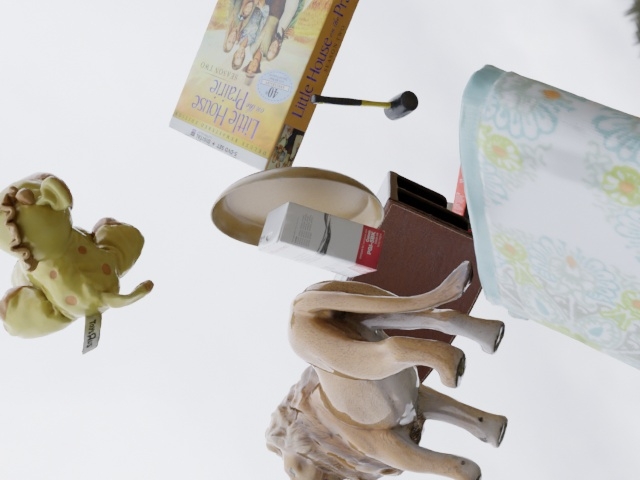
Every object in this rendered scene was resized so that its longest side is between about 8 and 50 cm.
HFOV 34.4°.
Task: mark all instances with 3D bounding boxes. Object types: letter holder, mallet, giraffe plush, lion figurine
[{"bbox_3d":[0.148,0.072,1.781,0.214,0.301,0.152,24,-159,-6],"label":"letter holder"},{"bbox_3d":[0.075,-0.227,1.689,0.190,0.062,0.039,2,-103,-36],"label":"mallet"},{"bbox_3d":[-0.295,0.003,1.109,0.170,0.181,0.210,62,172,-31],"label":"giraffe plush"},{"bbox_3d":[0.041,0.126,0.962,0.142,0.240,0.392,-56,-28,-37],"label":"lion figurine"}]

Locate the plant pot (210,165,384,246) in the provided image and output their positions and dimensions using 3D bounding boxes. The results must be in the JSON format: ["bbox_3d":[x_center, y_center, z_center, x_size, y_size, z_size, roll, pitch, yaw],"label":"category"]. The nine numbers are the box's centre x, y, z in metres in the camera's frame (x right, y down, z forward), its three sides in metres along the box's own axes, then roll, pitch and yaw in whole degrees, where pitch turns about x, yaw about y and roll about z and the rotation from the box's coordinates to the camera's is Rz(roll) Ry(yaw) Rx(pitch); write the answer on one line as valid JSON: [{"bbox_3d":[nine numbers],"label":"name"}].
[{"bbox_3d":[-0.032,-0.045,1.411,0.236,0.236,0.032,29,-126,-50],"label":"plant pot"}]

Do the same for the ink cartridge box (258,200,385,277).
[{"bbox_3d":[0.000,0.000,1.329,0.135,0.099,0.056,17,-102,-17],"label":"ink cartridge box"}]

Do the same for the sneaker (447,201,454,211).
[{"bbox_3d":[0.189,-0.012,2.032,0.094,0.212,0.080,-118,15,-55],"label":"sneaker"}]

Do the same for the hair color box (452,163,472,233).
[{"bbox_3d":[0.276,-0.076,1.817,0.072,0.043,0.141,3,-80,-25],"label":"hair color box"}]

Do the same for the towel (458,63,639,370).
[{"bbox_3d":[0.305,0.005,1.059,0.090,0.321,0.374,-53,-32,-23],"label":"towel"}]

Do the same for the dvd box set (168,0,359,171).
[{"bbox_3d":[-0.091,-0.345,1.792,0.062,0.308,0.420,18,-82,-44],"label":"dvd box set"}]

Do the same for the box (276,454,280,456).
[{"bbox_3d":[-0.003,0.337,1.741,0.102,0.101,0.087,-68,-20,-12],"label":"box"}]
